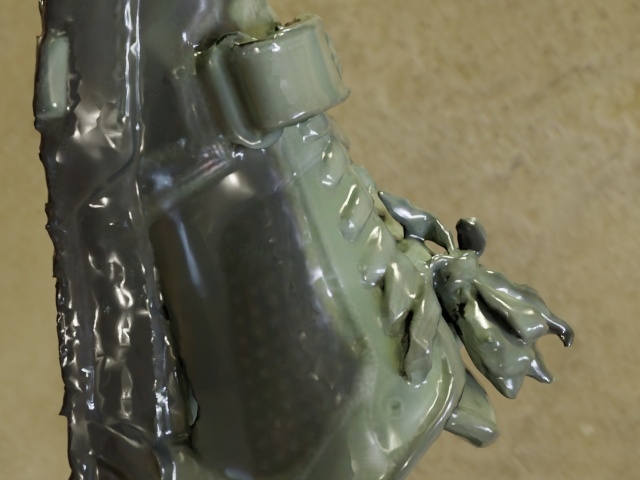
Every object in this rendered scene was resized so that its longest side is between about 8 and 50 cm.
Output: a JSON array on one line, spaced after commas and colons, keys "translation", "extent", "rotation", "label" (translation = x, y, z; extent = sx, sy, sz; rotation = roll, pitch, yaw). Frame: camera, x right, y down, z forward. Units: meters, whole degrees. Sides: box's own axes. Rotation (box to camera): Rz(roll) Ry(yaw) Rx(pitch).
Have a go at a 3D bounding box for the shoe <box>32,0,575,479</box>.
[{"translation": [0.000, 0.001, 0.561], "extent": [0.149, 0.292, 0.109], "rotation": [1, 12, 8], "label": "shoe"}]
